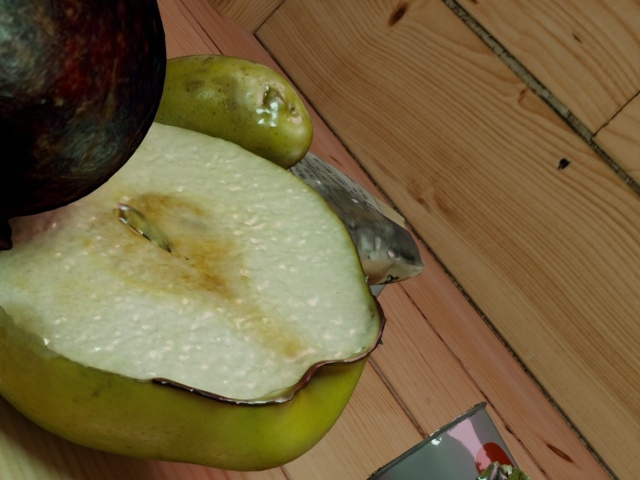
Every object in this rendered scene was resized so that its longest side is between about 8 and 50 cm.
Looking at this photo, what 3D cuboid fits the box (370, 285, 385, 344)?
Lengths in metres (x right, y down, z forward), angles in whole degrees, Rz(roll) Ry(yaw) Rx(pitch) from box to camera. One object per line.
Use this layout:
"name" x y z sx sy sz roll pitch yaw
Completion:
"box" 0.000 0.000 1.958 0.336 0.106 0.264 38 15 -27

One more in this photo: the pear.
"pear" -0.144 0.064 0.979 0.340 0.191 0.386 -21 52 -40

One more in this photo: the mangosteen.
"mangosteen" -0.267 -0.148 0.798 0.330 0.330 0.330 42 13 -12

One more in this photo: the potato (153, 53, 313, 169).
"potato" -0.168 -0.081 1.184 0.176 0.369 0.195 -4 76 -53

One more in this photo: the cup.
"cup" 0.195 0.360 1.309 0.288 0.203 0.203 56 15 15

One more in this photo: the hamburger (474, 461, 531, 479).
"hamburger" 0.213 0.398 1.147 0.309 0.211 0.132 52 -5 3

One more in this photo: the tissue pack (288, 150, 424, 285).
"tissue pack" -0.080 -0.054 1.487 0.375 0.195 0.390 21 2 32
